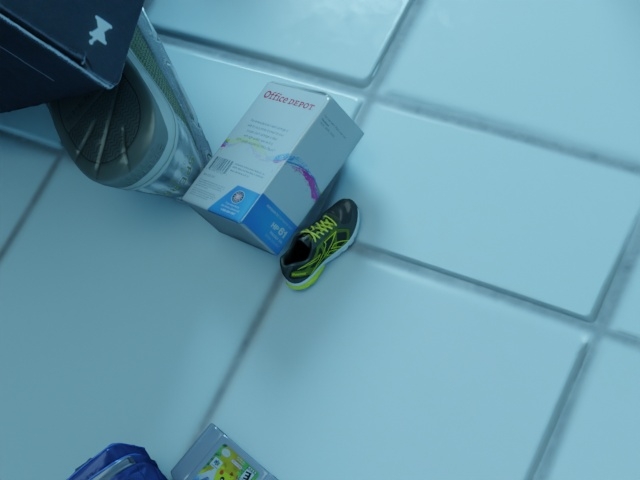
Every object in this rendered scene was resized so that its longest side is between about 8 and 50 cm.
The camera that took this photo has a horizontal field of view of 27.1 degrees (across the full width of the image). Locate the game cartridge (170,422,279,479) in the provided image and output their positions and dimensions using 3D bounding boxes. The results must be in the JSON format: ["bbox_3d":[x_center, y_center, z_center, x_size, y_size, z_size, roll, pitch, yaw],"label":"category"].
[{"bbox_3d":[-0.069,0.178,0.969,0.083,0.017,0.056,35,84,30],"label":"game cartridge"}]

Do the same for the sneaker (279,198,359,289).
[{"bbox_3d":[0.000,0.000,1.020,0.031,0.035,0.083,30,77,29],"label":"sneaker"}]

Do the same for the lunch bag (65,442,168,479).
[{"bbox_3d":[-0.145,0.182,0.949,0.067,0.098,0.065,-36,76,-2],"label":"lunch bag"}]

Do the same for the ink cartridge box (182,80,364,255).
[{"bbox_3d":[-0.037,-0.059,1.038,0.088,0.052,0.122,22,74,51],"label":"ink cartridge box"}]

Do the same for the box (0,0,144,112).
[{"bbox_3d":[-0.361,-0.249,1.054,0.395,0.293,0.212,-4,63,42],"label":"box"}]

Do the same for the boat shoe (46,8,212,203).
[{"bbox_3d":[-0.185,-0.152,1.139,0.118,0.103,0.320,-46,52,14],"label":"boat shoe"}]
